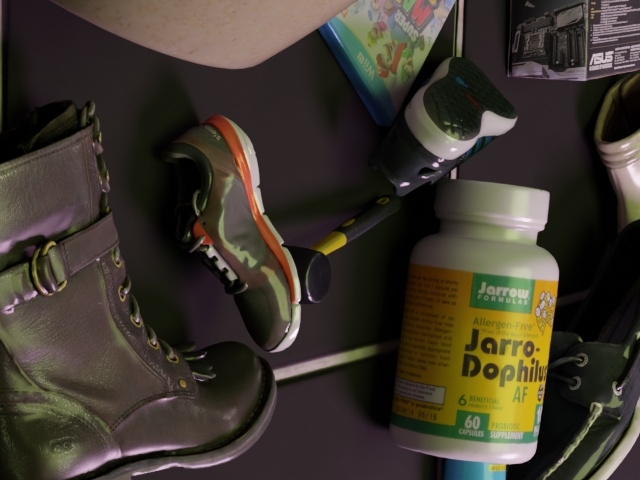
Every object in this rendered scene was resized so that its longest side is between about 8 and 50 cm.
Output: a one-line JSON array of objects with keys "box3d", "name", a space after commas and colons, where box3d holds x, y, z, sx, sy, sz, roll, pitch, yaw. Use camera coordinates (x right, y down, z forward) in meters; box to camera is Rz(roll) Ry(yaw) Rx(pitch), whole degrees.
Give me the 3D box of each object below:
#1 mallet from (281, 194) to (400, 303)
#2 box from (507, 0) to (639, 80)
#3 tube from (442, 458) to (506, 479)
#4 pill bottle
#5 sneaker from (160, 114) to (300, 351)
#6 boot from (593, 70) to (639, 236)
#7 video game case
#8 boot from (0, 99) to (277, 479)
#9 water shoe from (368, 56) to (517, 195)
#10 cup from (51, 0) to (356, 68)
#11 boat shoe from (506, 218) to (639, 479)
[{"box3d": [0.000, 0.000, 1.191, 0.190, 0.062, 0.039, -41, 131, -62], "name": "mallet"}, {"box3d": [0.273, -0.274, 1.481, 0.307, 0.076, 0.242, -17, 109, -53], "name": "box"}, {"box3d": [0.132, 0.118, 1.387, 0.080, 0.052, 0.207, 12, 81, -66], "name": "tube"}, {"box3d": [0.122, 0.060, 1.294, 0.117, 0.117, 0.208, 7, 91, -55], "name": "pill bottle"}, {"box3d": [-0.065, 0.002, 1.072, 0.065, 0.061, 0.158, -23, 96, -37], "name": "sneaker"}, {"box3d": [0.336, -0.099, 1.602, 0.213, 0.077, 0.165, -48, 132, -31], "name": "boot"}, {"box3d": [0.058, -0.186, 1.247, 0.166, 0.015, 0.119, -62, 141, -25], "name": "video game case"}, {"box3d": [-0.123, 0.030, 0.974, 0.263, 0.091, 0.229, -27, 112, -55], "name": "boot"}, {"box3d": [0.088, -0.087, 1.276, 0.073, 0.080, 0.203, 49, 22, 5], "name": "water shoe"}, {"box3d": [-0.055, -0.231, 0.866, 0.331, 0.331, 0.237, -2, 124, -55], "name": "cup"}, {"box3d": [0.233, 0.109, 1.471, 0.113, 0.127, 0.340, 49, 63, -13], "name": "boat shoe"}]
